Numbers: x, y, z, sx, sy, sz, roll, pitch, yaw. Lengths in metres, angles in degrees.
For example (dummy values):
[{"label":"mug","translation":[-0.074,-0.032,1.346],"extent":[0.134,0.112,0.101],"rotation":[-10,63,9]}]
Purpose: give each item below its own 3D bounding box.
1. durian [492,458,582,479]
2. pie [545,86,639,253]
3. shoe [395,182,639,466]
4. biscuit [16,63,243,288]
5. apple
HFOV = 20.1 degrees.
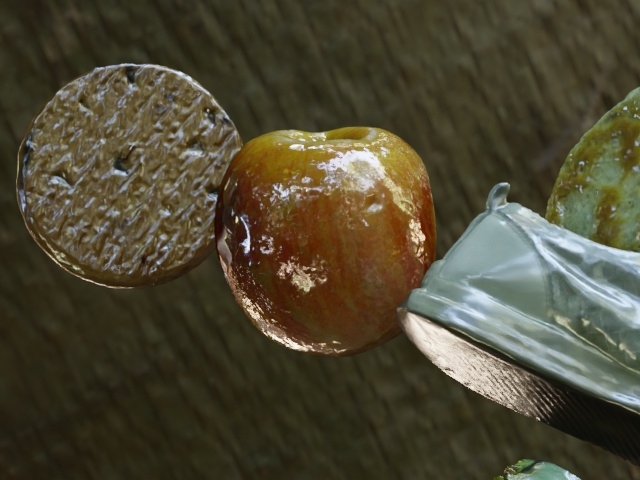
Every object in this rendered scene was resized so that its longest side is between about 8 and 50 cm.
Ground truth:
[{"label":"durian","translation":[0.152,0.225,0.955],"extent":[0.137,0.220,0.095],"rotation":[-28,-28,-50]},{"label":"pie","translation":[0.290,-0.013,1.523],"extent":[0.302,0.067,0.303],"rotation":[-38,40,41]},{"label":"shoe","translation":[0.178,0.061,0.919],"extent":[0.098,0.274,0.103],"rotation":[-62,-12,-14]},{"label":"biscuit","translation":[-0.169,-0.058,1.624],"extent":[0.212,0.212,0.036],"rotation":[-26,-9,-11]},{"label":"apple","translation":[0.000,0.000,1.416],"extent":[0.160,0.173,0.195],"rotation":[-11,13,-21]}]
